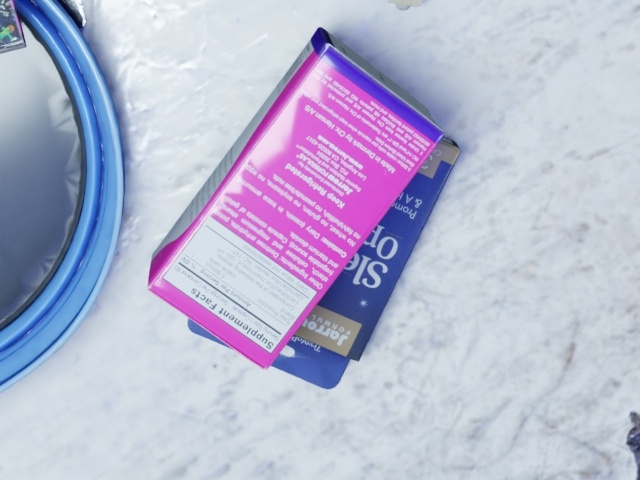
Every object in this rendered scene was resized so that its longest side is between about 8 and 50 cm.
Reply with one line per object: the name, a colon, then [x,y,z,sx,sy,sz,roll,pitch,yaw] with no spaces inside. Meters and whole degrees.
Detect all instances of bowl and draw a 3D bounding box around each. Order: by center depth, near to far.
bowl: [-0.340,-0.053,1.479,0.391,0.077,0.391,-1,103,-3]

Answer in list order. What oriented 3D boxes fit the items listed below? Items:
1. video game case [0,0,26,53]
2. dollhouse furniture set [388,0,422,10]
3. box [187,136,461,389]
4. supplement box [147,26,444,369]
video game case: [-0.337,-0.219,1.377,0.210,0.042,0.232,-16,91,-4]
dollhouse furniture set: [0.108,-0.197,1.480,0.114,0.091,0.081,7,118,-8]
box: [0.000,0.000,1.536,0.136,0.036,0.225,23,102,-9]
supplement box: [-0.021,-0.032,1.451,0.114,0.111,0.220,37,99,-10]
